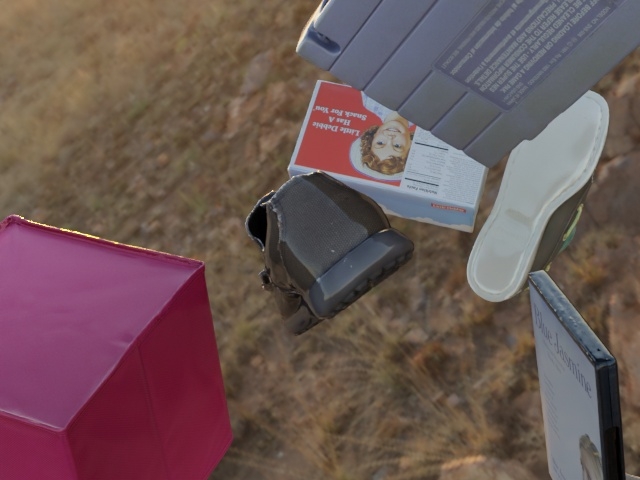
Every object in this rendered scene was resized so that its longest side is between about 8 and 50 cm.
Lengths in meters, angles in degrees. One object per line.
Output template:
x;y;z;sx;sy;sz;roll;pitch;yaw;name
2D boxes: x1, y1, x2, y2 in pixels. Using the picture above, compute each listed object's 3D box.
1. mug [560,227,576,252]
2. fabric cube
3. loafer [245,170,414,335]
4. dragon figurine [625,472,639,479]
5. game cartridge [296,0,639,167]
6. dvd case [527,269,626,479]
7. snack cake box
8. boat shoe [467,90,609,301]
0.362;-0.038;1.724;0.129;0.097;0.157;-42;22;49;mug
-0.268;0.165;1.076;0.254;0.258;0.259;13;40;22;fabric cube
0.000;0.000;1.008;0.134;0.130;0.366;-35;-2;-12;loafer
0.435;0.430;1.680;0.144;0.085;0.289;51;122;29;dragon figurine
0.154;-0.212;0.842;0.355;0.230;0.068;-45;24;51;game cartridge
0.247;0.176;0.999;0.022;0.253;0.180;-13;25;-3;dvd case
0.104;-0.119;1.468;0.264;0.089;0.152;13;70;11;snack cake box
0.298;-0.058;1.393;0.109;0.091;0.305;34;107;28;boat shoe
